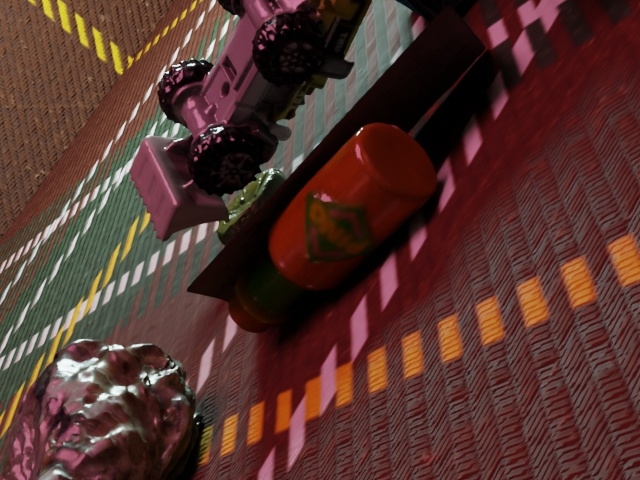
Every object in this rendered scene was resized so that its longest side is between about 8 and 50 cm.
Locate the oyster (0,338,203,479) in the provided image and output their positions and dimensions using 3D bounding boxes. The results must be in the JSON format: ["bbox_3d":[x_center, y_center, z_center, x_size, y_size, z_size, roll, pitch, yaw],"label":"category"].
[{"bbox_3d":[-0.170,0.152,1.412,0.198,0.112,0.268,-56,16,-19],"label":"oyster"}]

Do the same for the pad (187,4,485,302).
[{"bbox_3d":[0.017,-0.052,1.400,0.265,0.009,0.159,-48,-15,6],"label":"pad"}]

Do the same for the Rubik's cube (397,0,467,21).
[{"bbox_3d":[0.075,-0.356,1.676,0.246,0.248,0.250,-51,14,5],"label":"Rubik's cube"}]

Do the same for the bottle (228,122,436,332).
[{"bbox_3d":[0.000,0.000,1.346,0.187,0.069,0.069,-47,13,37],"label":"bottle"}]

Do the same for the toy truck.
[{"bbox_3d":[-0.060,-0.128,1.705,0.286,0.111,0.136,-56,40,27],"label":"toy truck"}]

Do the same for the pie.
[{"bbox_3d":[-0.061,-0.031,1.752,0.084,0.020,0.084,-46,15,16],"label":"pie"}]
